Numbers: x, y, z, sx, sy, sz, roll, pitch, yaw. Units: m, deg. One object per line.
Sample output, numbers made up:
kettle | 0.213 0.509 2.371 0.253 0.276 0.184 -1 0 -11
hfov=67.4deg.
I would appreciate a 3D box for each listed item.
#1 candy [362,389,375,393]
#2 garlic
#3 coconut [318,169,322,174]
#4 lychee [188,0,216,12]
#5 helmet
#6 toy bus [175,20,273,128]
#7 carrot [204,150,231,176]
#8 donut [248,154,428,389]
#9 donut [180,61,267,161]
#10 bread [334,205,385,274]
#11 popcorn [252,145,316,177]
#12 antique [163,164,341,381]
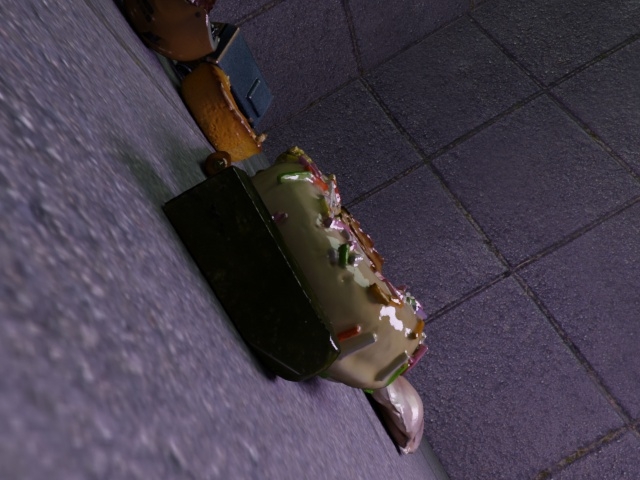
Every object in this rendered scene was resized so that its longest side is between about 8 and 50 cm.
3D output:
candy | 0.060 0.261 1.070 0.178 0.032 0.102 57 0 -31
garlic | 0.193 0.408 1.195 0.227 0.110 0.217 60 -2 33
coconut | -0.067 -0.157 1.791 0.233 0.233 0.245 60 2 24
lychee | -0.371 -0.665 1.226 0.235 0.236 0.271 59 -13 -12
helmet | -0.308 -0.447 0.945 0.224 0.130 0.198 49 -2 -6
toy bus | -0.249 -0.432 1.274 0.167 0.138 0.275 18 -20 23
carrot | -0.181 -0.144 0.873 0.043 0.043 0.248 59 0 -15
donut | 0.007 0.036 0.684 0.370 0.150 0.307 56 15 13
donut | -0.218 -0.290 1.101 0.253 0.119 0.253 59 4 -7
bread | 0.000 0.000 1.420 0.314 0.192 0.370 52 -7 -35
popcorn | -0.098 -0.188 1.521 0.168 0.195 0.173 53 2 -9
antique | -0.061 0.040 0.491 0.220 0.080 0.081 61 2 -3
